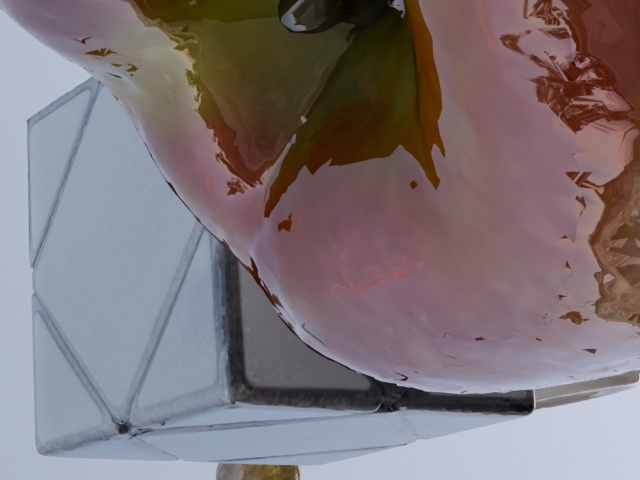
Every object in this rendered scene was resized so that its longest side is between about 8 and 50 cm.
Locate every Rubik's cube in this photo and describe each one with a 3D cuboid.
[{"bbox_3d":[-0.028,0.010,0.891,0.205,0.205,0.207,8,-107,-36],"label":"Rubik's cube"}]

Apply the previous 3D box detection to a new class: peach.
[{"bbox_3d":[0.067,-0.165,0.435,0.406,0.335,0.310,-62,-34,-4],"label":"peach"}]

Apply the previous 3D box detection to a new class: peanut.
[{"bbox_3d":[-0.073,0.261,1.619,0.087,0.087,0.206,-33,-25,-39],"label":"peanut"}]

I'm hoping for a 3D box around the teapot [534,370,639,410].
[{"bbox_3d":[0.189,0.076,1.438,0.208,0.300,0.166,-18,-86,-27],"label":"teapot"}]
